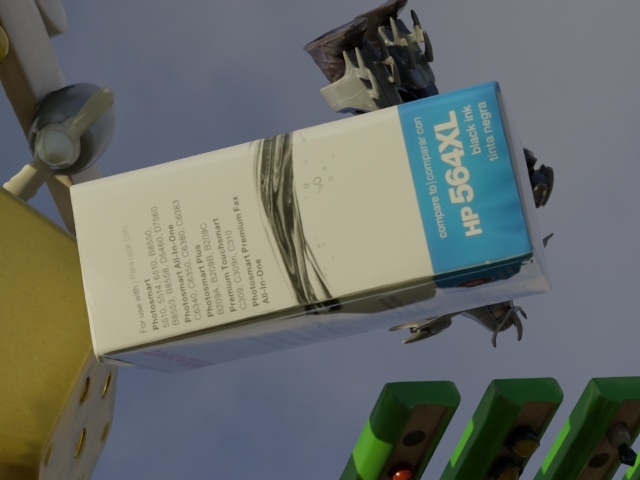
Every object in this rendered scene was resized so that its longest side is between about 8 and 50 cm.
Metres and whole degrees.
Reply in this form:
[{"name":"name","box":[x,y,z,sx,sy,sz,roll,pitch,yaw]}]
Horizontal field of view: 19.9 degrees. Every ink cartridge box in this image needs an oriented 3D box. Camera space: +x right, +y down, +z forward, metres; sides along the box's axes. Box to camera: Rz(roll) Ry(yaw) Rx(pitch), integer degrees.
[{"name":"ink cartridge box","box":[0.000,0.000,0.870,0.203,0.086,0.148,-12,-9,8]}]

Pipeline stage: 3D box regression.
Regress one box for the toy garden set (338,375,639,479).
[{"name":"toy garden set","box":[0.120,0.168,1.081,0.244,0.049,0.204,1,-48,-27]}]

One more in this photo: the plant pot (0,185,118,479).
[{"name":"plant pot","box":[-0.219,0.085,1.008,0.187,0.212,0.212,15,-46,5]}]

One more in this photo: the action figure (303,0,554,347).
[{"name":"action figure","box":[0.088,-0.043,1.417,0.099,0.285,0.185,-20,11,48]}]

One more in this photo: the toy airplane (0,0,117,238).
[{"name":"toy airplane","box":[-0.271,-0.230,1.443,0.272,0.384,0.386,-15,-32,36]}]
